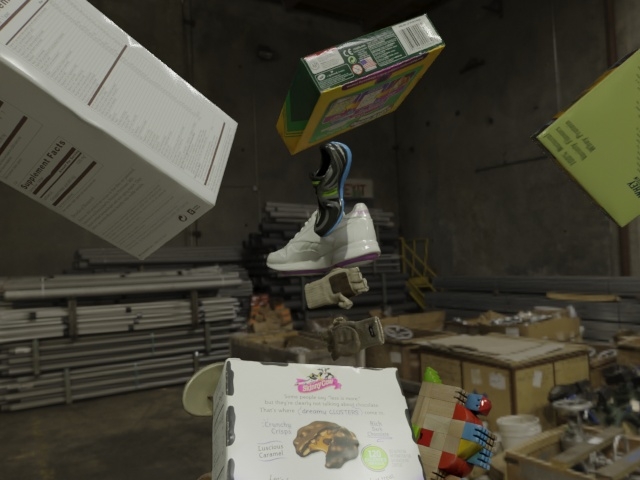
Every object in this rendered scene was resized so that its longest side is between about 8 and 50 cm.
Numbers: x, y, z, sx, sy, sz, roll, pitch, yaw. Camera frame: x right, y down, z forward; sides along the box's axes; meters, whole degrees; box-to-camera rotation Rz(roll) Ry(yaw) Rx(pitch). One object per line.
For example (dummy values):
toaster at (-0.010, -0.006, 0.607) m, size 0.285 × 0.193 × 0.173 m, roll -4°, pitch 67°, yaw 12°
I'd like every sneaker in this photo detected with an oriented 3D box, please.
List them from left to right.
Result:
sneaker at (0.000, 0.000, 1.184) m, size 0.305 × 0.152 × 0.114 m, roll -14°, pitch -10°, yaw 36°
sneaker at (0.008, -0.100, 1.018) m, size 0.078 × 0.188 × 0.067 m, roll 6°, pitch 4°, yaw -34°

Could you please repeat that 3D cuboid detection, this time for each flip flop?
flip flop at (-0.148, 0.311, 1.088) m, size 0.277 × 0.112 × 0.080 m, roll 1°, pitch -8°, yaw -11°

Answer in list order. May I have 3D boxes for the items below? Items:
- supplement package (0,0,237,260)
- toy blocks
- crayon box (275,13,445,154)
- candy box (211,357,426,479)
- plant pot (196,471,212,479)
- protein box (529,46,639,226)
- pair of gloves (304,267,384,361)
supplement package at (-0.225, -0.116, 0.506) m, size 0.134 × 0.139 × 0.244 m, roll -31°, pitch -53°, yaw 33°
toy blocks at (0.387, 0.582, 1.526) m, size 0.191 × 0.381 × 0.261 m, roll 38°, pitch -27°, yaw -31°
crayon box at (0.087, -0.388, 1.326) m, size 0.363 × 0.106 × 0.313 m, roll -27°, pitch -7°, yaw -21°
candy box at (-0.001, 0.200, 0.419) m, size 0.165 × 0.196 × 0.070 m, roll 8°, pitch -46°, yaw -18°
plant pot at (-0.209, 0.687, 1.347) m, size 0.263 × 0.262 × 0.229 m, roll -5°, pitch -23°, yaw 42°
protein box at (0.494, -0.167, 0.847) m, size 0.201 × 0.199 × 0.136 m, roll -43°, pitch -4°, yaw 20°
pair of gloves at (0.065, 0.193, 1.416) m, size 0.204 × 0.240 × 0.042 m, roll -31°, pitch -20°, yaw 33°
